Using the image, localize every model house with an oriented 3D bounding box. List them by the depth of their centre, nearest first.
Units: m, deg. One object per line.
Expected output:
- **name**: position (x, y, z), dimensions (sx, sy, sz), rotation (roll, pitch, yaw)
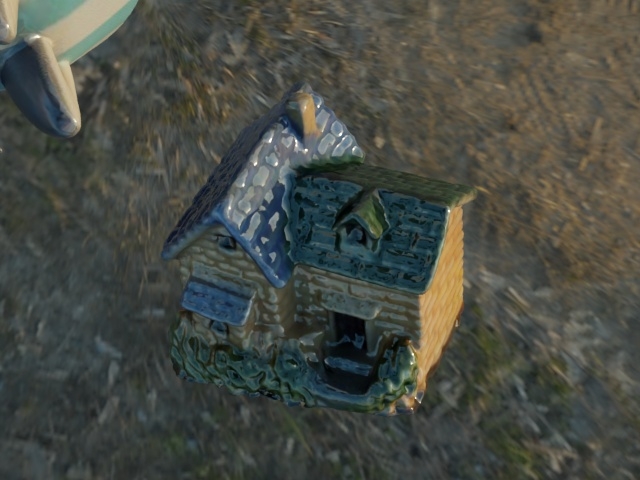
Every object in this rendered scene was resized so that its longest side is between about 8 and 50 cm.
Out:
- **model house**: position (0.000, 0.000, 0.944), dimensions (0.183, 0.166, 0.172), rotation (15, 135, 17)

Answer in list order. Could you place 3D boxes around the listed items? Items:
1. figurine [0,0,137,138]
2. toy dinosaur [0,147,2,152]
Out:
- **figurine**: position (-0.259, -0.239, 0.910), dimensions (0.361, 0.378, 0.266), rotation (6, 115, -28)
- **toy dinosaur**: position (-0.179, -0.078, 0.570), dimensions (0.032, 0.220, 0.108), rotation (-56, 143, -6)
